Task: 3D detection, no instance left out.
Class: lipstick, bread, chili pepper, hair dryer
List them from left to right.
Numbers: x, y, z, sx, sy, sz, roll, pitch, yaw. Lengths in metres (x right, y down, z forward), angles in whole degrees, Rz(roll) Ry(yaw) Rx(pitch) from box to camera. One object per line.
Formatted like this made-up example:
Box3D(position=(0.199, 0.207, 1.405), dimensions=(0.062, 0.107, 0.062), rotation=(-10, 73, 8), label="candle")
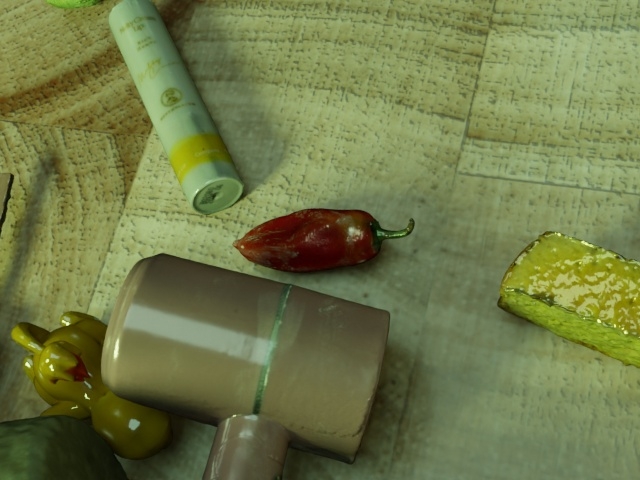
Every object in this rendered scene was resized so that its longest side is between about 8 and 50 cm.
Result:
Box3D(position=(-0.153, -0.145, 0.904), dimensions=(0.059, 0.059, 0.264), rotation=(-30, 63, 4), label="lipstick")
Box3D(position=(-0.085, 0.186, 0.647), dimensions=(0.210, 0.125, 0.353), rotation=(15, 60, 1), label="hair dryer")
Box3D(position=(0.000, 0.001, 0.799), dimensions=(0.191, 0.050, 0.059), rotation=(-4, 69, 29), label="chili pepper")
Box3D(position=(0.228, 0.056, 0.675), dimensions=(0.187, 0.103, 0.065), rotation=(24, 75, 29), label="bread")

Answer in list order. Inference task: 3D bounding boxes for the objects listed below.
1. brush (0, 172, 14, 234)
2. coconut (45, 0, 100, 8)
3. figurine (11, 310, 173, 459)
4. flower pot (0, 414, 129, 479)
Box3D(position=(-0.354, 0.069, 0.876), dimensions=(0.084, 0.071, 0.301), rotation=(5, 69, 7), label="brush")
Box3D(position=(-0.286, -0.304, 0.994), dimensions=(0.087, 0.096, 0.088), rotation=(-3, 83, 24), label="coconut")
Box3D(position=(-0.201, 0.124, 0.770), dimensions=(0.176, 0.122, 0.121), rotation=(32, 78, 27), label="figurine")
Box3D(position=(-0.306, 0.289, 0.658), dimensions=(0.330, 0.294, 0.294), rotation=(-19, 63, 1), label="flower pot")
